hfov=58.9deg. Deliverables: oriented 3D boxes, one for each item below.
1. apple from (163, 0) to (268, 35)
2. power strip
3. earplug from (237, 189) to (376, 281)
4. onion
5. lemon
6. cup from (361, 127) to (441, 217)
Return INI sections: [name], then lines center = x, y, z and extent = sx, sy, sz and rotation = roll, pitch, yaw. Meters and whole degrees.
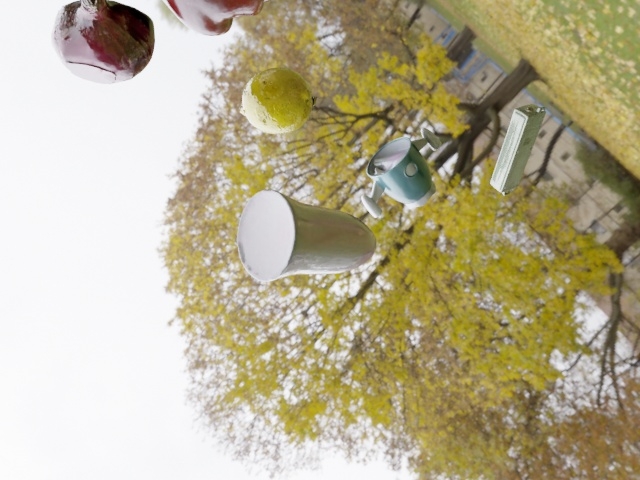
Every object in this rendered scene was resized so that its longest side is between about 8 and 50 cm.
[apple]
center = -0.223, -0.572, 1.093
extent = 0.317, 0.288, 0.288
rotation = 62, -162, -22
[power strip]
center = 0.527, -0.242, 1.522
extent = 0.078, 0.272, 0.052
rotation = -19, -132, -24
[earplug]
center = 0.000, 0.000, 1.158
extent = 0.301, 0.172, 0.172
rotation = 5, -138, -45
[onion]
center = -0.427, -0.400, 1.106
extent = 0.195, 0.140, 0.218
rotation = 8, 169, -13
[lemon]
center = -0.115, -0.361, 1.477
extent = 0.173, 0.206, 0.174
rotation = -14, -90, -78
[cup]
center = 0.247, -0.187, 1.659
extent = 0.173, 0.300, 0.167
rotation = 44, 175, -27
